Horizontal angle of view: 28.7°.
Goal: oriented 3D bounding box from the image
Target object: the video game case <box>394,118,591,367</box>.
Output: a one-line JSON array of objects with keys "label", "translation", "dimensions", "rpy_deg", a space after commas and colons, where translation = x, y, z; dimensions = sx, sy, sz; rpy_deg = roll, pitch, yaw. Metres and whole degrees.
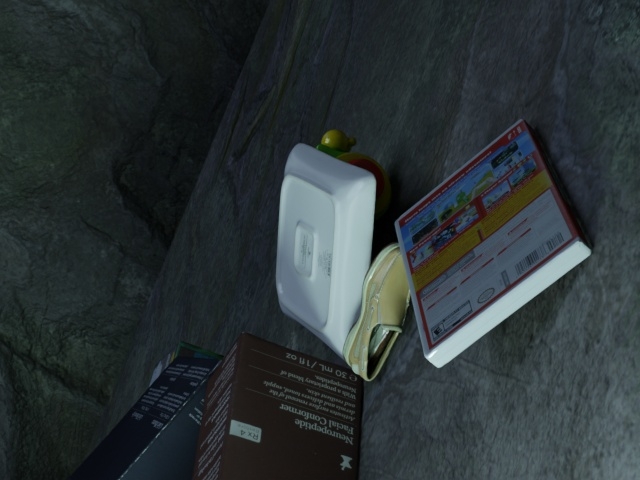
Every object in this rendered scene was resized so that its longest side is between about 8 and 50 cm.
[{"label": "video game case", "translation": [0.180, -0.005, 1.386], "dimensions": [0.204, 0.025, 0.285], "rpy_deg": [-40, 26, 18]}]

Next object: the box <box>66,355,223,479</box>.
[{"label": "box", "translation": [-0.234, 0.357, 1.985], "dimensions": [0.312, 0.179, 0.343], "rpy_deg": [-48, 10, -14]}]

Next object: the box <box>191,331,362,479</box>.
[{"label": "box", "translation": [-0.064, 0.322, 1.618], "dimensions": [0.143, 0.191, 0.381], "rpy_deg": [126, 158, -43]}]

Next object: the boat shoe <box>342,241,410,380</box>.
[{"label": "boat shoe", "translation": [0.089, 0.097, 1.646], "dimensions": [0.072, 0.068, 0.190], "rpy_deg": [-127, 49, -58]}]

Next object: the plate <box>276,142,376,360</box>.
[{"label": "plate", "translation": [-0.005, 0.015, 1.816], "dimensions": [0.278, 0.045, 0.277], "rpy_deg": [-150, 61, -62]}]

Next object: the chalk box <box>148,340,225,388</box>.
[{"label": "chalk box", "translation": [-0.240, 0.284, 2.379], "dimensions": [0.213, 0.132, 0.132], "rpy_deg": [-40, 31, 58]}]

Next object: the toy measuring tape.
[{"label": "toy measuring tape", "translation": [0.059, -0.014, 1.864], "dimensions": [0.121, 0.121, 0.330], "rpy_deg": [137, 127, -58]}]
